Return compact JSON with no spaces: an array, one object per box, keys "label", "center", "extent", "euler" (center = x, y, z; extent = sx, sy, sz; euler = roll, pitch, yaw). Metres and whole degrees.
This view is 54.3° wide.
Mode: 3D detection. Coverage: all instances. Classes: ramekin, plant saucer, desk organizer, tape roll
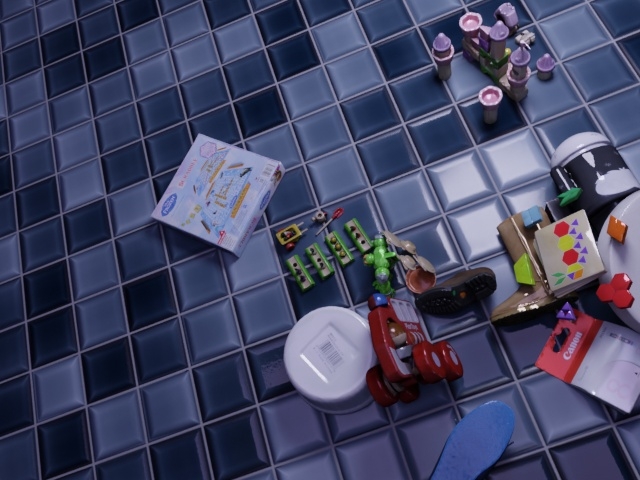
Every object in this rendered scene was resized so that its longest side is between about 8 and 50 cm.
[{"label":"ramekin","center":[0.036,0.307,1.636],"extent":[0.277,0.135,0.277],"euler":[-5,67,13]},{"label":"plant saucer","center":[0.277,0.108,1.724],"extent":[0.083,0.013,0.084],"euler":[-5,67,12]},{"label":"desk organizer","center":[0.649,-0.047,1.672],"extent":[0.047,0.050,0.130],"euler":[-20,65,6]},{"label":"tape roll","center":[0.856,0.052,1.485],"extent":[0.391,0.072,0.393],"euler":[0,85,-5]}]

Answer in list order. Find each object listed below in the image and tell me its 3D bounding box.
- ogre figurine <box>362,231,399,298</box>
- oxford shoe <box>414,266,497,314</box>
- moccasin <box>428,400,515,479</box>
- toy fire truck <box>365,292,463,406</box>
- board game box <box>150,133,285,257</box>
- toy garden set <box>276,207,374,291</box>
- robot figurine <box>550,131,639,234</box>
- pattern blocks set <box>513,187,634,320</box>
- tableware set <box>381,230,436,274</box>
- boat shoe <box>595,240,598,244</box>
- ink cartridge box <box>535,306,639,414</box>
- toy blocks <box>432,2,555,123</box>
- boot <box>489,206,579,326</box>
[{"label":"ogre figurine","center":[0.172,0.059,1.713],"extent":[0.096,0.118,0.197],"euler":[12,71,18]},{"label":"oxford shoe","center":[0.360,0.133,1.664],"extent":[0.227,0.096,0.083],"euler":[-20,107,21]},{"label":"moccasin","center":[0.335,0.525,1.483],"extent":[0.137,0.117,0.342],"euler":[38,85,25]},{"label":"toy fire truck","center":[0.200,0.254,1.535],"extent":[0.169,0.302,0.254],"euler":[-33,66,22]},{"label":"board game box","center":[-0.319,-0.146,1.951],"extent":[0.317,0.066,0.319],"euler":[22,75,21]},{"label":"toy garden set","center":[0.000,0.000,1.819],"extent":[0.244,0.049,0.204],"euler":[-32,64,0]},{"label":"robot figurine","center":[0.719,-0.150,1.633],"extent":[0.173,0.209,0.278],"euler":[-30,64,19]},{"label":"pattern blocks set","center":[0.598,0.033,1.498],"extent":[0.285,0.026,0.325],"euler":[-22,56,42]},{"label":"tableware set","center":[0.239,0.035,1.690],"extent":[0.020,0.168,0.141],"euler":[-49,50,21]},{"label":"boat shoe","center":[0.757,0.033,1.590],"extent":[0.267,0.088,0.096],"euler":[-9,66,11]},{"label":"ink cartridge box","center":[0.678,0.284,1.528],"extent":[0.232,0.066,0.189],"euler":[29,78,19]},{"label":"toy blocks","center":[0.514,-0.566,1.804],"extent":[0.308,0.260,0.289],"euler":[-37,64,-2]},{"label":"boot","center":[0.522,0.071,1.642],"extent":[0.236,0.089,0.270],"euler":[-21,58,13]}]
